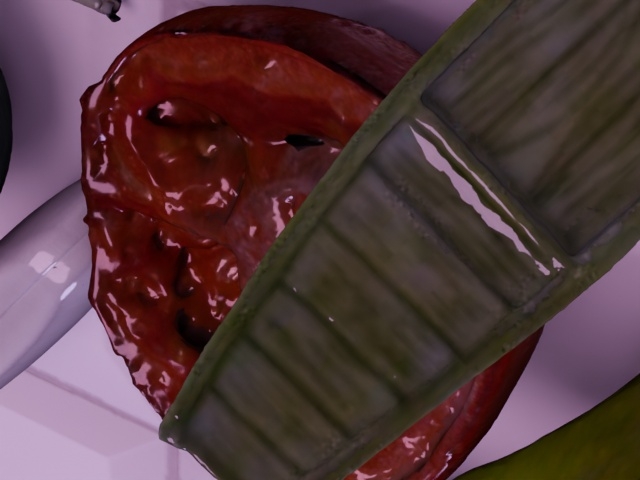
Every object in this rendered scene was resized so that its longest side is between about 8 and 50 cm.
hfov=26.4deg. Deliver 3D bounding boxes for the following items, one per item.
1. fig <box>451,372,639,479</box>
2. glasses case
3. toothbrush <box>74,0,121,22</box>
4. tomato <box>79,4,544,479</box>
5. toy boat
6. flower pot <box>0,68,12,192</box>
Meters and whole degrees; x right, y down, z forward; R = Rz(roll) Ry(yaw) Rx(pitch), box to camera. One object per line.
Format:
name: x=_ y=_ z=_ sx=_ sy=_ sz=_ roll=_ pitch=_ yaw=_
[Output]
fig: x=0.153 y=0.109 z=0.482 sx=0.275 sy=0.206 sz=0.206 roll=3 pitch=122 yaw=35
glasses case: x=-0.161 y=0.033 z=0.724 sx=0.059 sy=0.092 sz=0.233 roll=48 pitch=136 yaw=-6
toothbrush: x=-0.219 y=-0.163 z=0.668 sx=0.294 sy=0.026 sz=0.028 roll=28 pitch=118 yaw=16
tomato: x=0.003 y=-0.002 z=0.582 sx=0.228 sy=0.101 sz=0.228 roll=17 pitch=122 yaw=29
toy boat: x=0.066 y=-0.029 z=0.444 sx=0.093 sy=0.293 sz=0.055 roll=46 pitch=180 yaw=-4
flower pot: x=-0.263 y=-0.068 z=0.668 sx=0.243 sy=0.157 sz=0.189 roll=22 pitch=143 yaw=18
